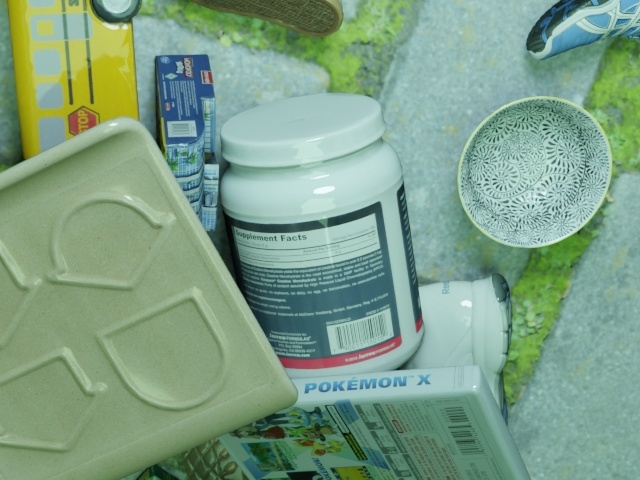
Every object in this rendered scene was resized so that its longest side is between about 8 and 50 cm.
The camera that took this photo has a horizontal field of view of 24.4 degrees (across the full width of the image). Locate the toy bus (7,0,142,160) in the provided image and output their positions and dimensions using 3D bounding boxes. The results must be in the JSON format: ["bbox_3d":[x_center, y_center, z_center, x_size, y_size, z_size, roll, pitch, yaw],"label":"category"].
[{"bbox_3d":[-0.241,-0.186,1.486,0.130,0.108,0.333,-4,110,-7],"label":"toy bus"}]

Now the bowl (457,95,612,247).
[{"bbox_3d":[0.223,-0.084,1.611,0.170,0.080,0.170,-3,109,-8],"label":"bowl"}]

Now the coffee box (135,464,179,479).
[{"bbox_3d":[-0.160,0.351,1.726,0.184,0.040,0.113,37,102,-19],"label":"coffee box"}]

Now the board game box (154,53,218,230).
[{"bbox_3d":[-0.138,-0.063,1.527,0.060,0.194,0.194,-2,124,-8],"label":"board game box"}]

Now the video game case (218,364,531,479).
[{"bbox_3d":[0.064,0.240,1.590,0.300,0.036,0.329,-6,143,18],"label":"video game case"}]

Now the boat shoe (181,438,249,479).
[{"bbox_3d":[-0.104,0.280,1.702,0.064,0.060,0.178,-29,99,8],"label":"boat shoe"}]

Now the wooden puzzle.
[{"bbox_3d":[-0.234,0.076,1.441,0.322,0.080,0.348,-24,113,13],"label":"wooden puzzle"}]

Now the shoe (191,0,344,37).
[{"bbox_3d":[-0.078,-0.272,1.515,0.219,0.058,0.076,21,138,-11],"label":"shoe"}]

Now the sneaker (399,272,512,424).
[{"bbox_3d":[0.152,0.175,1.695,0.129,0.111,0.297,2,107,8],"label":"sneaker"}]

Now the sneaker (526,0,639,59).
[{"bbox_3d":[0.318,-0.242,1.569,0.211,0.080,0.081,-29,108,3],"label":"sneaker"}]

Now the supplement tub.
[{"bbox_3d":[0.000,0.000,1.546,0.191,0.191,0.272,-11,111,-5],"label":"supplement tub"}]
